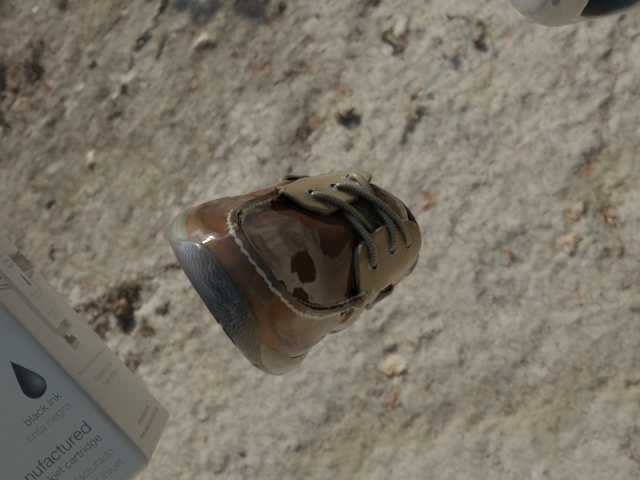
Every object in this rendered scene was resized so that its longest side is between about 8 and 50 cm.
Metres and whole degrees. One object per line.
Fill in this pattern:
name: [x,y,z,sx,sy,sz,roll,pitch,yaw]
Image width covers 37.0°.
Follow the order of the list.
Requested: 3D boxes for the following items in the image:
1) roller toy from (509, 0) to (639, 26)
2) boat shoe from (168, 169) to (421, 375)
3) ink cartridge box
roller toy: [0.175,-0.243,0.612,0.146,0.209,0.191,-13,21,-4]
boat shoe: [0.000,0.000,0.635,0.116,0.324,0.123,-37,87,12]
ink cartridge box: [-0.279,0.102,0.666,0.207,0.283,0.117,-42,5,2]
